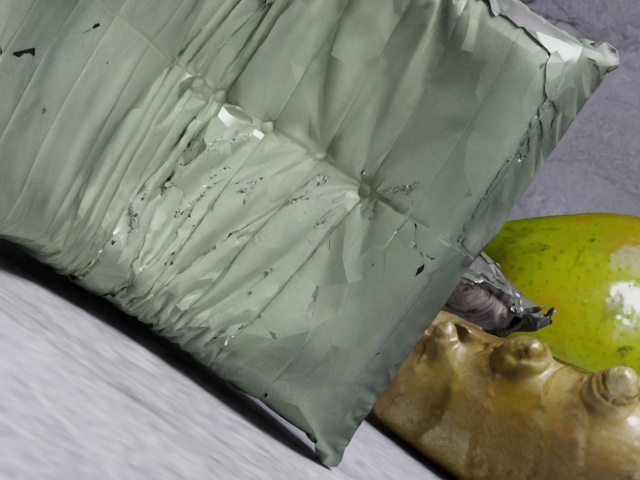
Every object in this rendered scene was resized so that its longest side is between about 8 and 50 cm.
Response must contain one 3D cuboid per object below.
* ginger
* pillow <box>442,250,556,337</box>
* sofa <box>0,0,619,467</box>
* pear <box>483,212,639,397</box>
[{"bbox_3d":[0.100,0.089,0.781,0.205,0.081,0.115,33,-9,12],"label":"ginger"},{"bbox_3d":[0.000,0.000,0.868,0.169,0.059,0.255,-1,-19,43],"label":"pillow"},{"bbox_3d":[-0.042,-0.059,0.591,0.176,0.210,0.225,36,0,31],"label":"sofa"},{"bbox_3d":[0.171,0.062,1.066,0.219,0.187,0.187,30,4,-15],"label":"pear"}]
